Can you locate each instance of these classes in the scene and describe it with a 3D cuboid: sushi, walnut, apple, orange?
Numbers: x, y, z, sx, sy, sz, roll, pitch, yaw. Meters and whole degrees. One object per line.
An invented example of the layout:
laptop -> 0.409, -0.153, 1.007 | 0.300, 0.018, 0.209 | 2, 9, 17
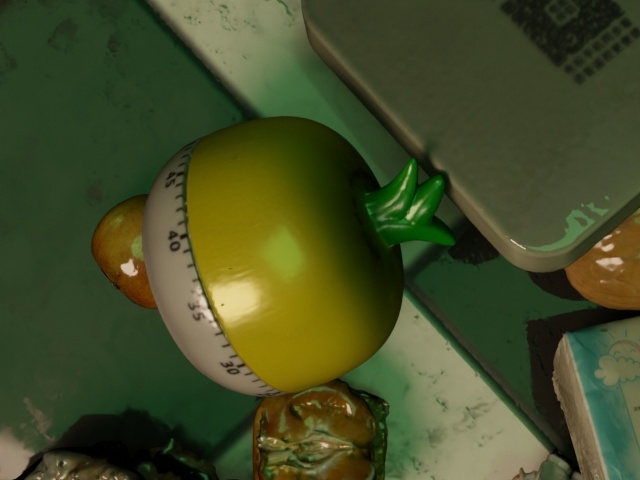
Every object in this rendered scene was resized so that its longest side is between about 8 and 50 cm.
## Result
sushi -> -0.181, 0.310, 1.287 | 0.225, 0.218, 0.238 | 50, 119, 32
walnut -> 0.331, -0.031, 1.308 | 0.225, 0.193, 0.193 | -29, 91, -4
apple -> -0.171, 0.010, 1.325 | 0.102, 0.099, 0.114 | -40, 89, -5
orange -> -0.005, 0.219, 1.327 | 0.170, 0.112, 0.160 | -36, 82, -30

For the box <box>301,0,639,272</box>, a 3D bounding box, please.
box -> 0.218, -0.207, 1.241 | 0.367, 0.090, 0.373 | -39, 73, -4

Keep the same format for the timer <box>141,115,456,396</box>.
timer -> 0.000, 0.000, 1.228 | 0.285, 0.285, 0.285 | 0, 90, -3

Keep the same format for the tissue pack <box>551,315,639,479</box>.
tissue pack -> 0.385, 0.168, 1.317 | 0.271, 0.124, 0.202 | -11, 68, -3

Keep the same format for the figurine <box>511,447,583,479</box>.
figurine -> 0.201, 0.322, 1.341 | 0.137, 0.112, 0.229 | 36, 75, -10
